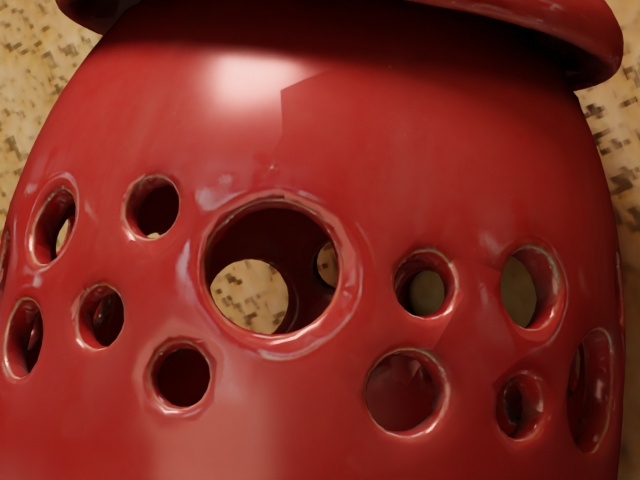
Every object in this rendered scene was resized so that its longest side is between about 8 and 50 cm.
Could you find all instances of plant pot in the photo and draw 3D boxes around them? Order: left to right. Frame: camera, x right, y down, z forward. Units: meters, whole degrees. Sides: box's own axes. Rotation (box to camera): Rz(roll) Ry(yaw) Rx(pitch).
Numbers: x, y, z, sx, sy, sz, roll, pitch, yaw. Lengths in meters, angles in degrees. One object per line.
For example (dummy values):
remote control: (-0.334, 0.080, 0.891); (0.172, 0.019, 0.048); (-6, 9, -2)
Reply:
plant pot: (0.000, 0.000, 0.454); (0.191, 0.191, 0.174); (6, 86, 28)
